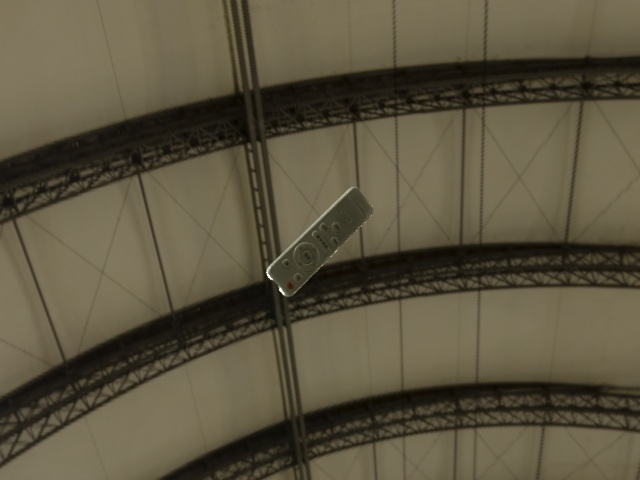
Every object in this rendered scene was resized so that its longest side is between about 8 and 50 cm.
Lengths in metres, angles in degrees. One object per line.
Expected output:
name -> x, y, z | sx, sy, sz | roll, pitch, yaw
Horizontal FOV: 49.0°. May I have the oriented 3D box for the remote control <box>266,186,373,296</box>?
remote control -> 0.000, 0.000, 0.943 | 0.184, 0.027, 0.050 | -44, -77, -27
